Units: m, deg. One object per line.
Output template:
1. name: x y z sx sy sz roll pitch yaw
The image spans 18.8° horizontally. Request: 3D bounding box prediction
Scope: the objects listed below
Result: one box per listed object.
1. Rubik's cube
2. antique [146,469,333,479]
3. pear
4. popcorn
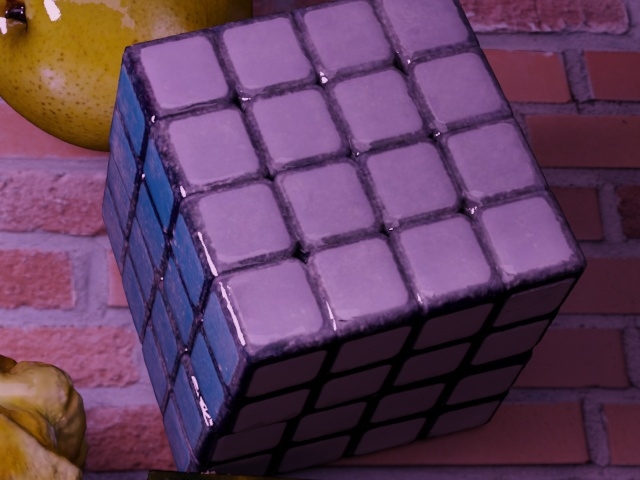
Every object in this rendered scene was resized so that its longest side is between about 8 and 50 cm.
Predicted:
1. Rubik's cube: 0.000 0.000 1.842 0.344 0.337 0.344 -14 64 -18
2. antique: -0.061 0.275 1.813 0.221 0.080 0.081 6 48 -17
3. pear: -0.220 -0.224 1.957 0.294 0.294 0.294 5 61 -9
4. popcorn: -0.316 0.217 1.713 0.276 0.225 0.276 -7 35 5
